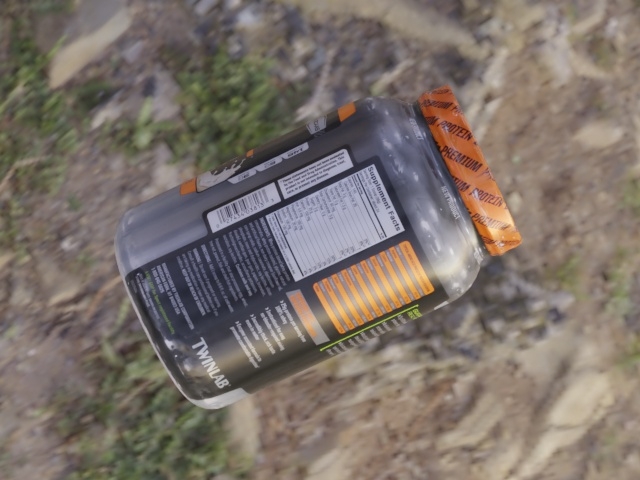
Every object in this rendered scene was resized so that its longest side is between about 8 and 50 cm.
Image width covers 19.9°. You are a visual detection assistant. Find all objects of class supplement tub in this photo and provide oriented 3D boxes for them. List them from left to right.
[{"bbox_3d":[0.000,0.000,0.944,0.190,0.117,0.117,-25,89,5],"label":"supplement tub"}]
